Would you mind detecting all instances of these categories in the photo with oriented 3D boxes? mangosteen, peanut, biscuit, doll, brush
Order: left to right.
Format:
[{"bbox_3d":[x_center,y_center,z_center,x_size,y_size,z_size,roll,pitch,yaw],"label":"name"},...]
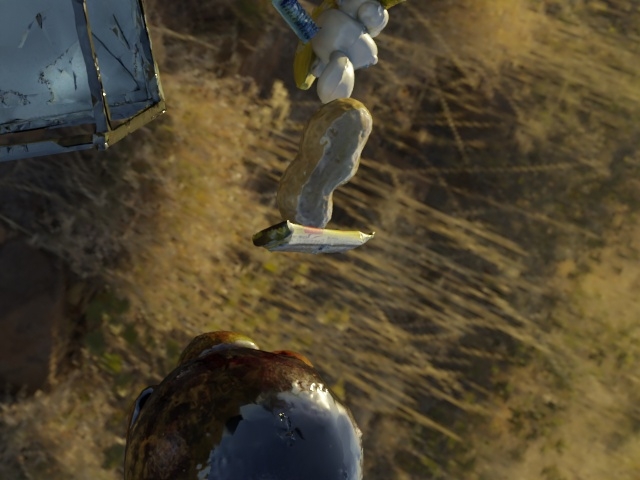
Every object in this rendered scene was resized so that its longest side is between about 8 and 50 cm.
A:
[{"bbox_3d":[-0.073,0.171,0.991,0.211,0.250,0.211,-10,126,-13],"label":"mangosteen"},{"bbox_3d":[-0.063,-0.363,1.680,0.178,0.030,0.033,48,62,-26],"label":"brush"},{"bbox_3d":[0.000,0.000,1.296,0.292,0.048,0.026,4,68,-70],"label":"biscuit"},{"bbox_3d":[0.001,-0.098,1.633,0.104,0.086,0.227,12,112,-45],"label":"peanut"},{"bbox_3d":[0.043,-0.324,1.787,0.111,0.252,0.237,41,89,-26],"label":"doll"}]

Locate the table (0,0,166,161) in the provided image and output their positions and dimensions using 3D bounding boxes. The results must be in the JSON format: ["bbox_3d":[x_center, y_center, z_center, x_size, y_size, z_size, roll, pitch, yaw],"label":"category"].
[{"bbox_3d":[-0.377,-0.203,1.242,0.272,0.335,0.222,-70,151,-76],"label":"table"}]
